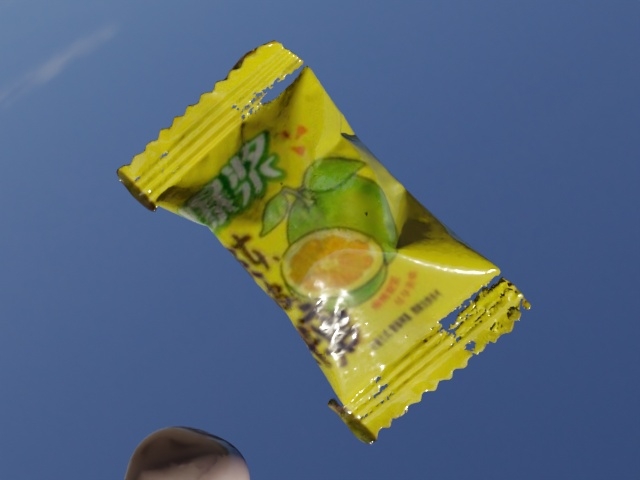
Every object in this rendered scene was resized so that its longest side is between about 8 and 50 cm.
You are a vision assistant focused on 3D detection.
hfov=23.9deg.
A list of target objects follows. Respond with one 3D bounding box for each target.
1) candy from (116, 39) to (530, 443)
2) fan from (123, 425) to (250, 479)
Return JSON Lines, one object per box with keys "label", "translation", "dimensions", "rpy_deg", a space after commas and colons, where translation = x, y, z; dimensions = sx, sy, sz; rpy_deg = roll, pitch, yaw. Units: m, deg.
{"label": "candy", "translation": [0.000, 0.000, 1.177], "dimensions": [0.187, 0.297, 0.081], "rpy_deg": [-41, -176, 19]}
{"label": "fan", "translation": [-0.088, 0.209, 0.721], "dimensions": [0.130, 0.074, 0.244], "rpy_deg": [16, -92, 40]}
